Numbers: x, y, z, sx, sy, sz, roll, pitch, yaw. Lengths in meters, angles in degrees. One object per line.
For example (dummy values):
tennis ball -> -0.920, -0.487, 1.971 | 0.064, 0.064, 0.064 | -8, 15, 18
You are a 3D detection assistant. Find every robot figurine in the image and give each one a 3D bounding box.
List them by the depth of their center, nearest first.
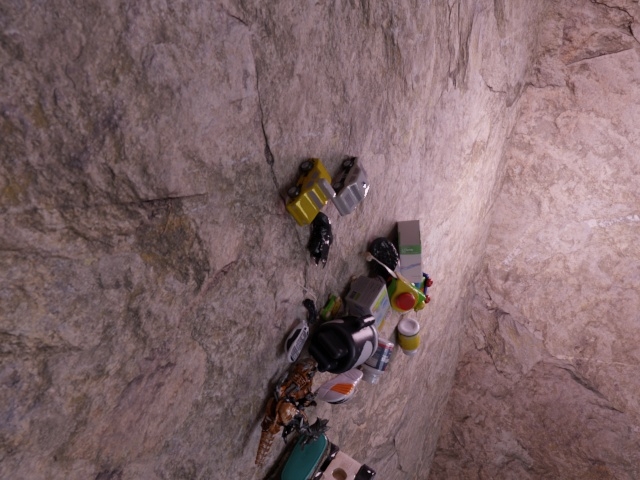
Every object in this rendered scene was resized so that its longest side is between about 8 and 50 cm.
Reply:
robot figurine -> 0.082, 0.346, 1.537 | 0.278, 0.209, 0.174 | -2, 82, -57

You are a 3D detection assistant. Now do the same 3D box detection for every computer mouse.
computer mouse -> -0.066, 0.279, 1.406 | 0.193, 0.042, 0.106 | -59, 151, -31

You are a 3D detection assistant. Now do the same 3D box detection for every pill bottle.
pill bottle -> 0.227, 0.496, 1.907 | 0.108, 0.107, 0.180 | 25, 84, -58
pill bottle -> 0.426, 0.468, 2.207 | 0.103, 0.103, 0.184 | -46, 140, -36

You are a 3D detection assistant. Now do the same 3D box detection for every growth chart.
growth chart -> 0.160, 0.214, 1.742 | 0.237, 0.021, 0.172 | 4, 102, -58

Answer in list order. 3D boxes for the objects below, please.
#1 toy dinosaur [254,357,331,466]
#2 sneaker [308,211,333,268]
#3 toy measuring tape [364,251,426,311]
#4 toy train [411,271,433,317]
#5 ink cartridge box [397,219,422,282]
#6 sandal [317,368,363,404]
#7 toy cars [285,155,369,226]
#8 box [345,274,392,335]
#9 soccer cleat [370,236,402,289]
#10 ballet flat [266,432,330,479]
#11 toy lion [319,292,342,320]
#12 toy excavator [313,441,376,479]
toy dinosaur -> -0.103, 0.523, 1.412 | 0.322, 0.164, 0.218 | -41, 125, -14
sneaker -> -0.002, -0.001, 1.351 | 0.089, 0.051, 0.170 | -58, 149, -30
toy measuring tape -> 0.258, 0.173, 1.694 | 0.330, 0.121, 0.121 | 36, 71, -21
toy train -> 0.428, 0.276, 2.126 | 0.143, 0.105, 0.248 | -17, 120, -41
ink cartridge box -> 0.363, 0.047, 1.856 | 0.154, 0.093, 0.213 | -81, 162, -48
sandal -> 0.084, 0.562, 1.721 | 0.265, 0.101, 0.076 | -14, 114, -57
toy cars -> 0.048, -0.149, 1.288 | 0.393, 0.087, 0.177 | -17, 103, -54
box -> 0.178, 0.236, 1.662 | 0.114, 0.103, 0.203 | -53, 145, -26
soccer cleat -> 0.254, 0.100, 1.777 | 0.108, 0.116, 0.318 | -25, 125, 3
ballet flat -> -0.123, 0.839, 1.501 | 0.483, 0.164, 0.182 | -43, 151, -43
toy lion -> 0.040, 0.232, 1.560 | 0.100, 0.034, 0.096 | -55, 152, -25
toy excavator -> 0.056, 1.023, 1.839 | 0.433, 0.222, 0.446 | -29, 140, -58
